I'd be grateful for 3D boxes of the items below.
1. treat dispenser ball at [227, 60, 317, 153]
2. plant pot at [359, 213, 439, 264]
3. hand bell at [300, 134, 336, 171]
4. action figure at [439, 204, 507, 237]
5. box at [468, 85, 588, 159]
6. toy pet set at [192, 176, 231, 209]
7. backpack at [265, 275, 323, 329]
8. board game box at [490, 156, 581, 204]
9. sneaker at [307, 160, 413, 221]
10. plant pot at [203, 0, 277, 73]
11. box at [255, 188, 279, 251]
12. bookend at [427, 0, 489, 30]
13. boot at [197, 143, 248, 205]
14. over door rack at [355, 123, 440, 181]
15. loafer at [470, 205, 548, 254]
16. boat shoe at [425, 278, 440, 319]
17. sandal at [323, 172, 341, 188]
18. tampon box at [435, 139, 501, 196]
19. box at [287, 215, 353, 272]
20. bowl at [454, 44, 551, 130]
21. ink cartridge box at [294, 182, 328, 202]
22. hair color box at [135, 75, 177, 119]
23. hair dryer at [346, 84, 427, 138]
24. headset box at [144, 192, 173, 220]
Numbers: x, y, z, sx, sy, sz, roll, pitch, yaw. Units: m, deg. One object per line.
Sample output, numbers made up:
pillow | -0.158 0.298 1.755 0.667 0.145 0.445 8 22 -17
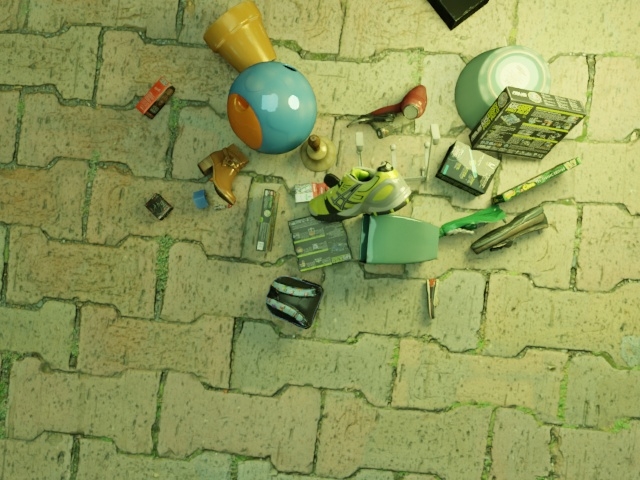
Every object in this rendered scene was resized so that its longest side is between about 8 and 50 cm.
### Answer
treat dispenser ball | -0.153 -0.421 1.534 0.288 0.288 0.288 0 90 4
plant pot | 0.258 0.001 1.570 0.234 0.165 0.166 5 90 -3
hand bell | -0.013 -0.301 1.546 0.126 0.242 0.126 0 90 3
action figure | 0.487 -0.052 1.585 0.232 0.137 0.063 -16 101 12
box | 0.634 -0.356 1.484 0.270 0.216 0.060 5 58 -15
toy pet set | -0.379 -0.161 1.657 0.114 0.065 0.122 -15 88 3
backpack | -0.089 0.198 1.609 0.173 0.117 0.158 19 91 3
board game box | 0.691 -0.190 1.552 0.259 0.136 0.030 -27 86 3
sneaker | 0.104 -0.156 1.495 0.384 0.145 0.147 -9 116 42
plant pot | -0.251 -0.651 1.599 0.205 0.205 0.188 -35 103 3
box | -0.177 -0.066 1.619 0.036 0.114 0.207 8 91 4
bookend | 0.459 -0.822 1.603 0.156 0.072 0.157 -38 87 2
boot | -0.305 -0.230 1.636 0.152 0.073 0.197 -35 85 -16
over door rack | 0.233 -0.273 1.497 0.239 0.324 0.108 -5 73 5
loafer | 0.629 -0.016 1.579 0.267 0.096 0.084 -31 94 1
boat shoe | 0.381 0.197 1.615 0.043 0.049 0.137 -2 85 2
sandal | 0.089 -0.167 1.630 0.179 0.040 0.067 43 131 -8
tampon box | 0.483 -0.235 1.582 0.161 0.101 0.120 27 92 3
box | 0.000 0.000 1.643 0.190 0.045 0.184 -14 91 3
bowl | 0.606 -0.495 1.547 0.311 0.163 0.311 0 90 4
ink cartridge box | -0.031 -0.166 1.652 0.115 0.029 0.063 -6 89 4
hair color box | -0.570 -0.495 1.669 0.043 0.072 0.141 41 93 4
hair dryer | 0.242 -0.440 1.573 0.293 0.223 0.080 -31 127 -16
headset box | -0.565 -0.115 1.686 0.083 0.032 0.062 45 92 4
